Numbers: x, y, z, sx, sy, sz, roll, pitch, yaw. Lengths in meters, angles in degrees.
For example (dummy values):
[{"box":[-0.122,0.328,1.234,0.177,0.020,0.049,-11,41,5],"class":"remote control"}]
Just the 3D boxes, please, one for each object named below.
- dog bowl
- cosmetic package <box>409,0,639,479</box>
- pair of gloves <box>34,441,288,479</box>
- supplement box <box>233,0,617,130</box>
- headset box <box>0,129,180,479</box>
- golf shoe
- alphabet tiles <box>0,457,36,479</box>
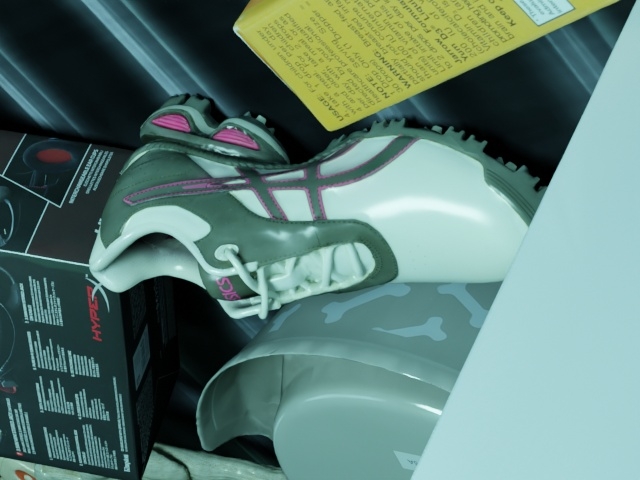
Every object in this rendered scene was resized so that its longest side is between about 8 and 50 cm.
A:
[{"box":[0.095,0.147,1.021,0.348,0.102,0.349,21,147,14],"class":"dog bowl"},{"box":[0.141,0.095,0.644,0.097,0.377,0.284,10,144,28],"class":"cosmetic package"},{"box":[-0.134,0.202,1.287,0.204,0.042,0.240,13,160,-7],"class":"pair of gloves"},{"box":[0.062,-0.126,0.685,0.080,0.078,0.233,42,146,-18],"class":"supplement box"},{"box":[-0.251,0.033,1.053,0.293,0.110,0.218,9,136,8],"class":"headset box"},{"box":[0.000,0.000,0.878,0.273,0.120,0.105,7,140,31],"class":"golf shoe"},{"box":[-0.353,0.241,1.606,0.284,0.021,0.278,30,149,1],"class":"alphabet tiles"}]
